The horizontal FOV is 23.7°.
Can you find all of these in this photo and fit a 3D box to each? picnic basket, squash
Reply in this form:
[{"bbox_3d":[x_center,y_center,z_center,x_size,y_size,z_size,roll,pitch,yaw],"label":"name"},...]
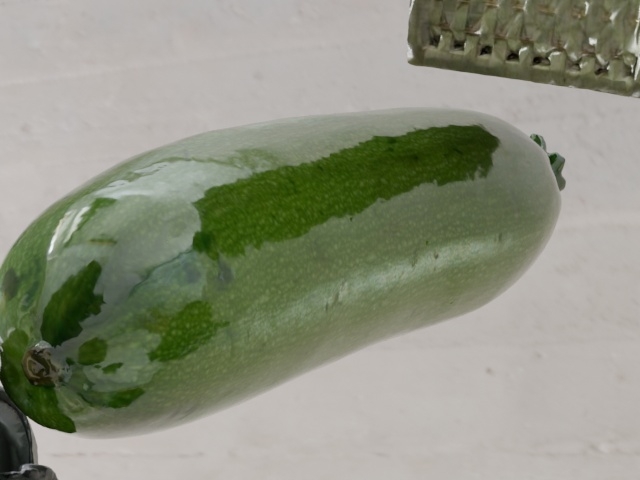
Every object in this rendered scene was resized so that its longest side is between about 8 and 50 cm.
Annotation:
[{"bbox_3d":[0.149,-0.144,0.661,0.154,0.196,0.134,14,112,25],"label":"picnic basket"},{"bbox_3d":[0.000,0.000,0.640,0.107,0.395,0.107,8,105,33],"label":"squash"}]

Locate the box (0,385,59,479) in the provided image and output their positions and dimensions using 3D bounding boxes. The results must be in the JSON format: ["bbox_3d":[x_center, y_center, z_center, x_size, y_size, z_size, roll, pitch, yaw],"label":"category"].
[{"bbox_3d":[-0.214,0.111,0.495,0.243,0.135,0.163,-7,62,-1],"label":"box"}]
